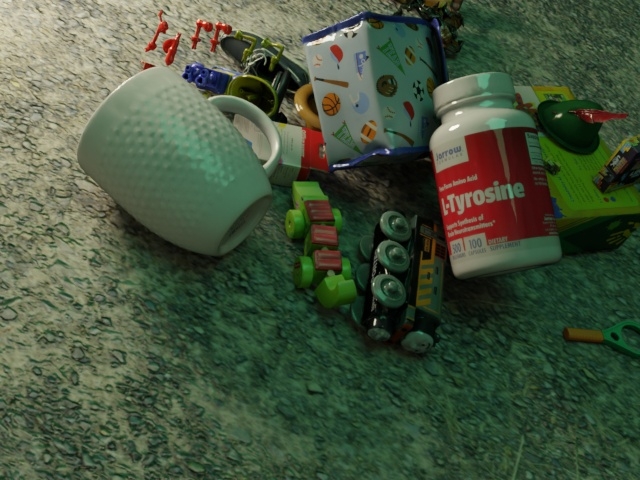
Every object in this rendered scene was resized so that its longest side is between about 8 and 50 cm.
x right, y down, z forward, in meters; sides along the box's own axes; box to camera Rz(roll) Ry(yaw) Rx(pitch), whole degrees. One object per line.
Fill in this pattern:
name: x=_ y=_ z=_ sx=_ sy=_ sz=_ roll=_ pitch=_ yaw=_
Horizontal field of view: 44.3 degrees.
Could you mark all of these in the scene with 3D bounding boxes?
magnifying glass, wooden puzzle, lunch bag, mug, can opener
magnifying glass: x=0.658 y=0.219 z=1.782 sx=0.231 sy=0.026 sz=0.092 roll=6 pitch=51 yaw=-15
wooden puzzle: x=0.521 y=-0.302 z=1.945 sx=0.049 sy=0.006 sz=0.083 roll=7 pitch=50 yaw=-16
lunch bag: x=0.181 y=-0.344 z=1.835 sx=0.385 sy=0.239 sz=0.328 roll=-11 pitch=92 yaw=-51
mug: x=-0.238 y=-0.163 z=1.593 sx=0.328 sy=0.276 sz=0.374 roll=42 pitch=55 yaw=9
can opener: x=-0.113 y=-0.333 z=1.903 sx=0.073 sy=0.059 sz=0.186 roll=35 pitch=59 yaw=-48

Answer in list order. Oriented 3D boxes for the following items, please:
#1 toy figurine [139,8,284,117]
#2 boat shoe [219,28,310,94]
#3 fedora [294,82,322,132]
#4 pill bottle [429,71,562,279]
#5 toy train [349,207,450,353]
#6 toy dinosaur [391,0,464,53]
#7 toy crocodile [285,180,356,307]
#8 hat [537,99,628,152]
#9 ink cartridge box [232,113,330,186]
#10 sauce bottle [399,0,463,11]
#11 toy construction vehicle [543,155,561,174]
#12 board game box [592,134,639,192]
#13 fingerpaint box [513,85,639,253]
toy figurine: x=-0.208 y=-0.392 z=1.833 sx=0.362 sy=0.191 sz=0.217 roll=18 pitch=8 yaw=20
boat shoe: x=-0.147 y=-0.446 z=1.983 sx=0.254 sy=0.095 sz=0.079 roll=32 pitch=37 yaw=-5
fedora: x=0.015 y=-0.306 z=1.935 sx=0.194 sy=0.079 sz=0.194 roll=14 pitch=44 yaw=-14
pill bottle: x=0.357 y=-0.133 z=1.659 sx=0.229 sy=0.229 sz=0.408 roll=-7 pitch=82 yaw=-25
toy train: x=0.178 y=0.080 z=1.653 sx=0.190 sy=0.142 sz=0.334 roll=23 pitch=48 yaw=-14
toy dinosaur: x=0.316 y=-0.610 z=2.254 sx=0.218 sy=0.164 sz=0.322 roll=42 pitch=27 yaw=-6
toy crocodile: x=0.000 y=0.000 z=1.665 sx=0.115 sy=0.105 sz=0.340 roll=3 pitch=52 yaw=-18
hat: x=0.656 y=-0.328 z=1.896 sx=0.173 sy=0.183 sz=0.208 roll=-22 pitch=65 yaw=-36
ink cartridge box: x=-0.096 y=-0.200 z=1.808 sx=0.231 sy=0.078 sz=0.134 roll=11 pitch=50 yaw=-12
sauce bottle: x=0.264 y=-0.778 z=2.388 sx=0.344 sy=0.111 sz=0.111 roll=15 pitch=49 yaw=-7
toy construction vehicle: x=0.506 y=-0.188 z=1.828 sx=0.086 sy=0.035 sz=0.098 roll=-29 pitch=67 yaw=-36
board game box: x=0.745 y=-0.188 z=1.850 sx=0.170 sy=0.141 sz=0.048 roll=-15 pitch=59 yaw=-31
fingerpaint box: x=0.539 y=-0.180 z=1.969 sx=0.371 sy=0.163 sz=0.445 roll=-5 pitch=54 yaw=-24
